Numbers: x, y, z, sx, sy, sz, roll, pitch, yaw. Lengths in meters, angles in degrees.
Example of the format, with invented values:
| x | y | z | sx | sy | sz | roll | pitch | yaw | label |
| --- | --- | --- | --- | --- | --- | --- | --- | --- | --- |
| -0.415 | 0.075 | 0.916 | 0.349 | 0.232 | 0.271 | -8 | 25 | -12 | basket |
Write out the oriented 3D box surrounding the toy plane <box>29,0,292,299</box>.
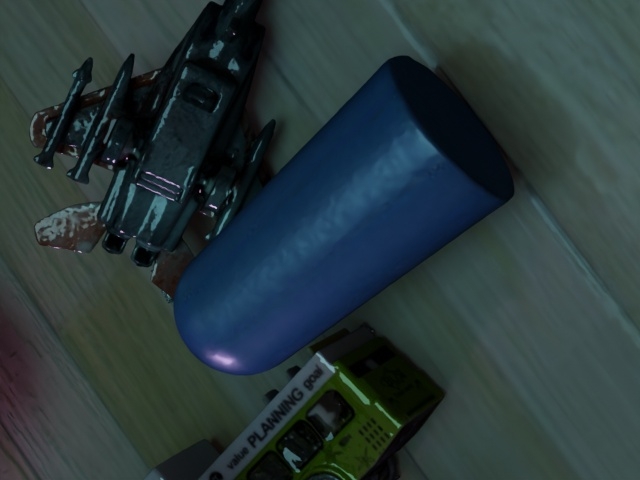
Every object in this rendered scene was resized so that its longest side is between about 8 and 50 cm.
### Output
| x | y | z | sx | sy | sz | roll | pitch | yaw | label |
| --- | --- | --- | --- | --- | --- | --- | --- | --- | --- |
| -0.095 | -0.111 | 1.225 | 0.223 | 0.104 | 0.326 | 25 | 110 | -8 | toy plane |

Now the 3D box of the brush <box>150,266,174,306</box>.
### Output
| x | y | z | sx | sy | sz | roll | pitch | yaw | label |
| --- | --- | --- | --- | --- | --- | --- | --- | --- | --- |
| -0.118 | 0.056 | 1.325 | 0.016 | 0.013 | 0.084 | -30 | 88 | 27 | brush |

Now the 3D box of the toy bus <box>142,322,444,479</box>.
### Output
| x | y | z | sx | sy | sz | roll | pitch | yaw | label |
| --- | --- | --- | --- | --- | --- | --- | --- | --- | --- |
| -0.043 | 0.195 | 1.263 | 0.139 | 0.113 | 0.302 | 47 | 115 | 10 | toy bus |

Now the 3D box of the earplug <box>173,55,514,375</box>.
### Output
| x | y | z | sx | sy | sz | roll | pitch | yaw | label |
| --- | --- | --- | --- | --- | --- | --- | --- | --- | --- |
| 0.000 | 0.000 | 1.168 | 0.273 | 0.132 | 0.132 | -41 | 81 | 22 | earplug |
